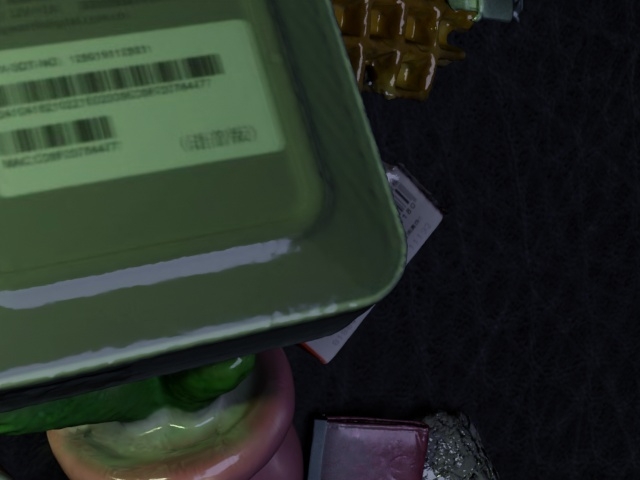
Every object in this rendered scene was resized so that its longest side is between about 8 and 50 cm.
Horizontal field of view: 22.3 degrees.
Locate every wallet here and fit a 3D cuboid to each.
[{"bbox_3d":[0.038,0.287,1.641,0.119,0.025,0.232,5,107,-8],"label":"wallet"}]

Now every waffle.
[{"bbox_3d":[0.018,-0.216,1.416,0.309,0.065,0.283,-47,120,-19],"label":"waffle"}]

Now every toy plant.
[{"bbox_3d":[-0.142,0.137,1.331,0.317,0.210,0.356,-48,149,-31],"label":"toy plant"}]

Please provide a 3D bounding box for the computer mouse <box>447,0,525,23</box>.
[{"bbox_3d":[0.134,-0.294,1.415,0.126,0.071,0.231,-41,110,-49],"label":"computer mouse"}]

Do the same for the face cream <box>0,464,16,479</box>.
[{"bbox_3d":[-0.336,0.237,1.279,0.201,0.187,0.201,-13,115,-31],"label":"face cream"}]

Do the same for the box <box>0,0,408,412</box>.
[{"bbox_3d":[-0.165,-0.096,1.183,0.396,0.111,0.396,-12,77,-25],"label":"box"}]

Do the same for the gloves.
[{"bbox_3d":[0.139,0.243,1.694,0.114,0.070,0.153,-39,113,-22],"label":"gloves"}]

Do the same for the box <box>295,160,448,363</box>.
[{"bbox_3d":[0.000,0.000,1.465,0.182,0.133,0.099,-51,129,-5],"label":"box"}]
